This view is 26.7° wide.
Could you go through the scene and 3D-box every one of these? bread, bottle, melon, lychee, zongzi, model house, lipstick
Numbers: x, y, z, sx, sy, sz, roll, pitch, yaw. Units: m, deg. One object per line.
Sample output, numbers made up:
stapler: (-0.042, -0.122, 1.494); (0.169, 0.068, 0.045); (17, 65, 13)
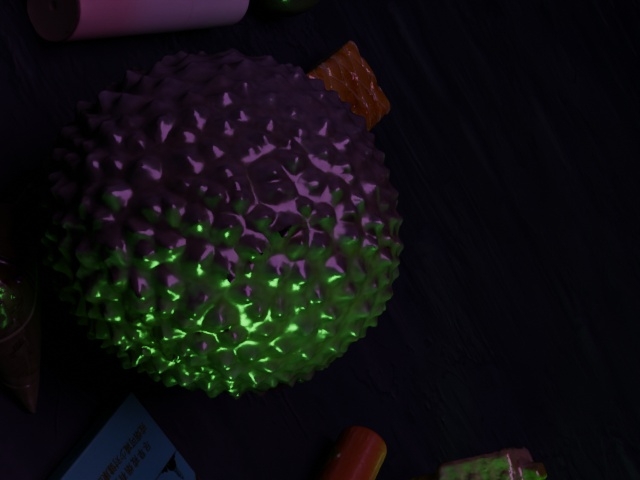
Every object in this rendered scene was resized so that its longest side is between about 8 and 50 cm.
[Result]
bread: (0.023, -0.203, 1.960); (0.125, 0.068, 0.188); (58, 36, -10)
bottle: (0.022, 0.313, 1.667); (0.069, 0.069, 0.187); (53, 39, -18)
melon: (-0.045, -0.372, 1.947); (0.131, 0.098, 0.098); (-27, 92, -59)
lychee: (-0.110, -0.016, 1.436); (0.432, 0.380, 0.380); (-8, 77, -52)
zongzi: (-0.316, 0.059, 1.406); (0.189, 0.081, 0.178); (-90, 166, -53)
model house: (0.186, 0.374, 1.701); (0.175, 0.234, 0.193); (12, 60, -49)
lipstick: (-0.220, -0.302, 1.691); (0.327, 0.087, 0.087); (-19, 86, -54)

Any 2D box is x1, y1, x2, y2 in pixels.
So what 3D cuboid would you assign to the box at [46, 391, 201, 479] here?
box: (-0.184, 0.299, 1.436); (0.229, 0.041, 0.162); (55, 37, -15)
